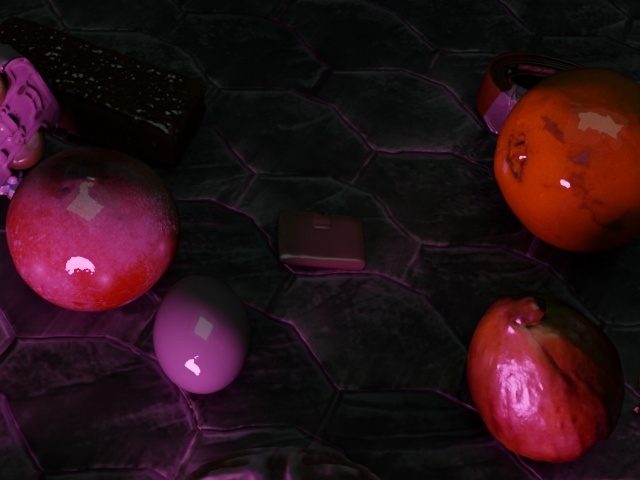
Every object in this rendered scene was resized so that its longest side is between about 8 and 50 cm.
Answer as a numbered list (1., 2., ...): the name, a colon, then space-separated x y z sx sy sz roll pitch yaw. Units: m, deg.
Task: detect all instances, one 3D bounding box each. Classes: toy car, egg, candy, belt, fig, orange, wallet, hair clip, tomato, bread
1. toy car: -0.607 -0.168 1.607 0.226 0.242 0.336 30 76 13
2. egg: -0.177 0.136 1.510 0.146 0.146 0.199 2 44 -5
3. candy: -0.053 0.380 1.321 0.289 0.157 0.214 -2 37 0
4. belt: 0.436 -0.266 1.940 0.261 0.105 0.184 12 48 -1
5. fig: 0.328 0.192 1.483 0.224 0.224 0.263 -37 95 -30
6. orange: 0.450 -0.135 1.708 0.312 0.312 0.312 3 51 -4
7. wallet: 0.000 0.000 1.713 0.152 0.039 0.118 5 52 -7
8. hair clip: -0.575 -0.129 1.738 0.213 0.056 0.062 30 53 17
9. tomato: -0.356 -0.026 1.571 0.270 0.227 0.270 1 50 -2
10. bread: -0.420 -0.273 1.840 0.416 0.113 0.165 21 52 9

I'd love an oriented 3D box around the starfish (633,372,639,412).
1. starfish: 0.516 0.230 1.570 0.028 0.078 0.091 33 85 -15
